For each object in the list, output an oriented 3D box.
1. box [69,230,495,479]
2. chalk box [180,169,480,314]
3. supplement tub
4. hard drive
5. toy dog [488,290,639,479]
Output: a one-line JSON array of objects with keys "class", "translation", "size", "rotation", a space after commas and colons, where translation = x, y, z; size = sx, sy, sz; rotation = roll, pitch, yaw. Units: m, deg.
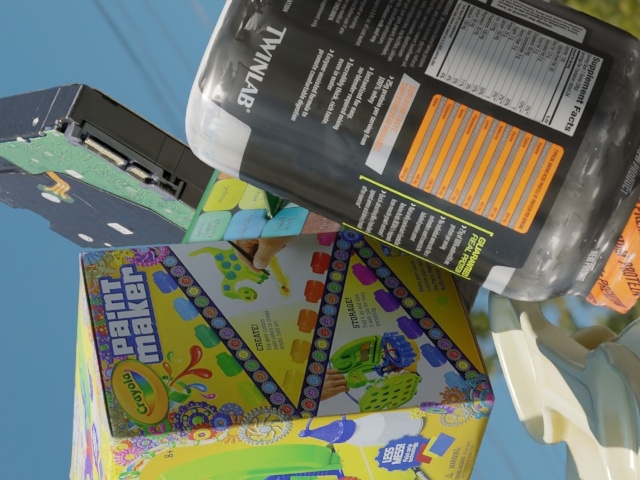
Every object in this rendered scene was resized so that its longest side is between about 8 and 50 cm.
[{"class": "box", "translation": [-0.044, 0.154, 1.448], "size": [0.290, 0.279, 0.177], "rotation": [100, 161, -48]}, {"class": "chalk box", "translation": [0.000, 0.000, 1.703], "size": [0.289, 0.179, 0.180], "rotation": [59, -139, -37]}, {"class": "supplement tub", "translation": [0.093, -0.088, 1.321], "size": [0.338, 0.207, 0.207], "rotation": [24, -155, 3]}, {"class": "hard drive", "translation": [-0.247, -0.073, 1.960], "size": [0.237, 0.339, 0.064], "rotation": [31, -108, -30]}, {"class": "toy dog", "translation": [0.420, 0.146, 1.717], "size": [0.284, 0.408, 0.395], "rotation": [-160, 51, -72]}]
